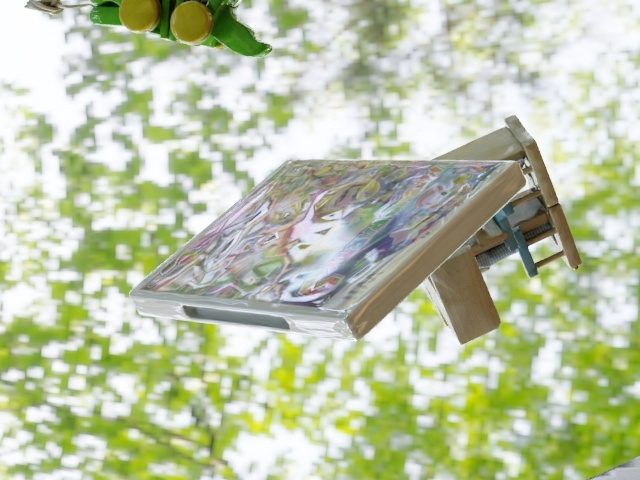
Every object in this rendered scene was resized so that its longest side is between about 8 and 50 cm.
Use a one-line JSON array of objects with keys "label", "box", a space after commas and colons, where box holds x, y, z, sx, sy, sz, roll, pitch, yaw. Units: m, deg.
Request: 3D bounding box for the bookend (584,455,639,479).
[{"label": "bookend", "box": [0.208, 0.163, 1.003, 0.157, 0.156, 0.072, -17, -75, -40]}]

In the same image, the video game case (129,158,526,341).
[{"label": "video game case", "box": [0.000, 0.000, 0.658, 0.087, 0.122, 0.011, -41, -64, -30]}]

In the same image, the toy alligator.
[{"label": "toy alligator", "box": [-0.117, -0.166, 1.334, 0.056, 0.190, 0.051, 1, -78, -68]}]

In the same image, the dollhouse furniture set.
[{"label": "dollhouse furniture set", "box": [0.144, 0.010, 1.575, 0.129, 0.183, 0.129, -25, -63, 0]}]
